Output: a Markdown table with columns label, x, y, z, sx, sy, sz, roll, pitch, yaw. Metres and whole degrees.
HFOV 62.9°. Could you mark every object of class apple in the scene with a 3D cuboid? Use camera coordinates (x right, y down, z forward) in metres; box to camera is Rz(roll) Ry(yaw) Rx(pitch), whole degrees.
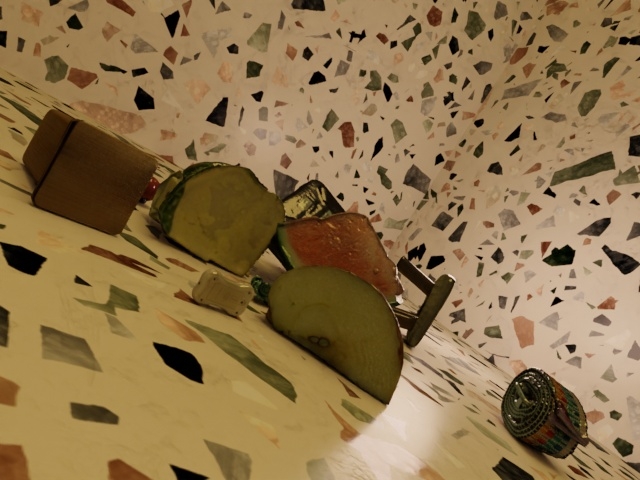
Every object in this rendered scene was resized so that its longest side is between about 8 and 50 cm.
| label | x | y | z | sx | sy | sz | roll | pitch | yaw |
| --- | --- | --- | --- | --- | --- | --- | --- | --- | --- |
| apple | 0.044 | 0.194 | 1.155 | 0.346 | 0.179 | 0.254 | 33 | -34 | 10 |

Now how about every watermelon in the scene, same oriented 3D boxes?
| label | x | y | z | sx | sy | sz | roll | pitch | yaw |
| --- | --- | --- | --- | --- | --- | --- | --- | --- | --- |
| watermelon | 0.066 | 0.098 | 1.364 | 0.222 | 0.292 | 0.319 | -110 | -175 | -52 |

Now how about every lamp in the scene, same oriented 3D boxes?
| label | x | y | z | sx | sy | sz | roll | pitch | yaw |
| --- | --- | --- | --- | --- | --- | --- | --- | --- | --- |
| lamp | -0.527 | -0.157 | 1.545 | 0.107 | 0.092 | 0.107 | 1 | -12 | 0 |

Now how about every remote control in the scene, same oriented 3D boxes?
| label | x | y | z | sx | sy | sz | roll | pitch | yaw |
| --- | --- | --- | --- | --- | --- | --- | --- | --- | --- |
| remote control | -0.191 | 0.103 | 1.032 | 0.122 | 0.074 | 0.032 | 30 | 7 | -39 |

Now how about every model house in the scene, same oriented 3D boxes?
| label | x | y | z | sx | sy | sz | roll | pitch | yaw |
| --- | --- | --- | --- | --- | --- | --- | --- | --- | --- |
| model house | -0.292 | -0.096 | 1.430 | 0.321 | 0.261 | 0.266 | 36 | -2 | -37 |

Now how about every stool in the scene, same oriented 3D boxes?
| label | x | y | z | sx | sy | sz | roll | pitch | yaw |
| --- | --- | --- | --- | --- | --- | --- | --- | --- | --- |
| stool | 0.351 | 0.222 | 2.042 | 0.226 | 0.310 | 0.310 | 32 | 1 | 6 |

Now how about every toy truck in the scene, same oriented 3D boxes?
| label | x | y | z | sx | sy | sz | roll | pitch | yaw |
| --- | --- | --- | --- | --- | --- | --- | --- | --- | --- |
| toy truck | -0.108 | 0.142 | 1.310 | 0.154 | 0.078 | 0.080 | 15 | 4 | -29 |

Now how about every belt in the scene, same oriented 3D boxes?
| label | x | y | z | sx | sy | sz | roll | pitch | yaw |
| --- | --- | --- | --- | --- | --- | --- | --- | --- | --- |
| belt | 0.653 | 0.511 | 1.568 | 0.160 | 0.207 | 0.295 | 36 | 19 | -3 |

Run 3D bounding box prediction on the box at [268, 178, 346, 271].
| label | x | y | z | sx | sy | sz | roll | pitch | yaw |
| --- | --- | --- | --- | --- | --- | --- | --- | --- | --- |
| box | 0.000 | 0.000 | 1.639 | 0.350 | 0.091 | 0.359 | 52 | 39 | -6 |

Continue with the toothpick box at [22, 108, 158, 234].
| label | x | y | z | sx | sy | sz | roll | pitch | yaw |
| --- | --- | --- | --- | --- | --- | --- | --- | --- | --- |
| toothpick box | -0.526 | -0.169 | 1.144 | 0.190 | 0.187 | 0.308 | 27 | 3 | -44 |
